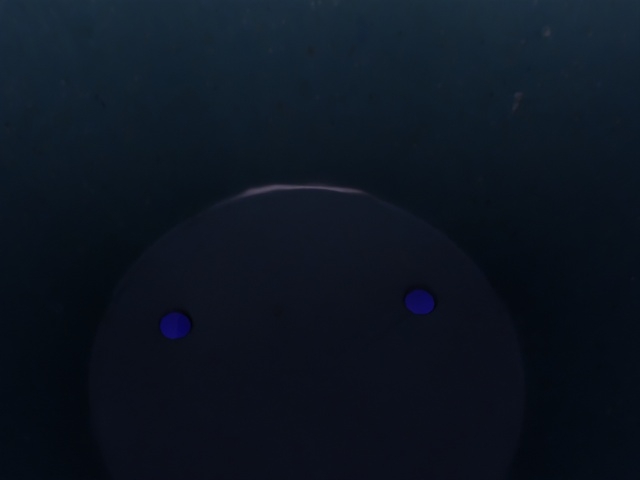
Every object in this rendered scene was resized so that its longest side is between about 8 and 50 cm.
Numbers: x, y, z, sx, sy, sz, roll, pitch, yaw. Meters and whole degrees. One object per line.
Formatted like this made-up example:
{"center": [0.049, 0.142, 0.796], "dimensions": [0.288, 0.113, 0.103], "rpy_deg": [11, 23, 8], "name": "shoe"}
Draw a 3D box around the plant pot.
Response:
{"center": [0.000, 0.000, 0.370], "dimensions": [0.290, 0.290, 0.195], "rpy_deg": [-6, 151, -7], "name": "plant pot"}
